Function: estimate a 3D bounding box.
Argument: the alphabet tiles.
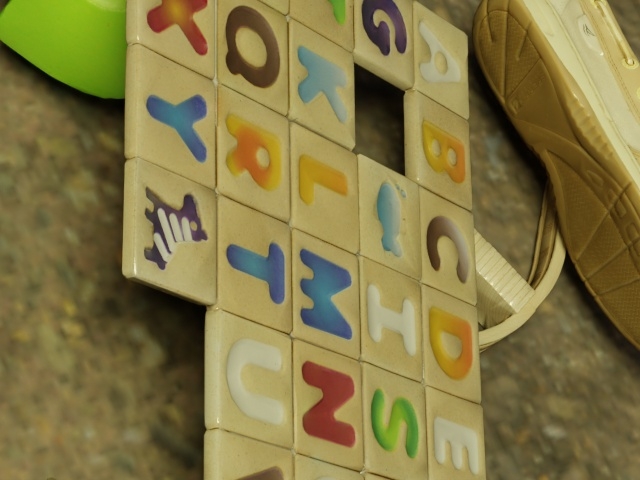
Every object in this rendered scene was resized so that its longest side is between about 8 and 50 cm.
[{"bbox_3d":[0.000,0.000,0.668,0.198,0.009,0.237,24,58,-49],"label":"alphabet tiles"}]

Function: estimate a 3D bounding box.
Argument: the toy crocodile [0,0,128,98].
[{"bbox_3d":[-0.168,-0.185,0.701,0.340,0.105,0.115,49,56,2],"label":"toy crocodile"}]

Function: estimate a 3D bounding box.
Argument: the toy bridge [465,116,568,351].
[{"bbox_3d":[0.059,0.010,0.771,0.063,0.026,0.188,46,55,-2],"label":"toy bridge"}]

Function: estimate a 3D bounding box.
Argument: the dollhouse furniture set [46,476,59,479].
[{"bbox_3d":[-0.051,0.232,0.547,0.242,0.161,0.212,28,36,6],"label":"dollhouse furniture set"}]

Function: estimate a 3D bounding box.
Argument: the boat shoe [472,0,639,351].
[{"bbox_3d":[0.124,-0.033,0.770,0.059,0.063,0.170,-20,80,-28],"label":"boat shoe"}]
